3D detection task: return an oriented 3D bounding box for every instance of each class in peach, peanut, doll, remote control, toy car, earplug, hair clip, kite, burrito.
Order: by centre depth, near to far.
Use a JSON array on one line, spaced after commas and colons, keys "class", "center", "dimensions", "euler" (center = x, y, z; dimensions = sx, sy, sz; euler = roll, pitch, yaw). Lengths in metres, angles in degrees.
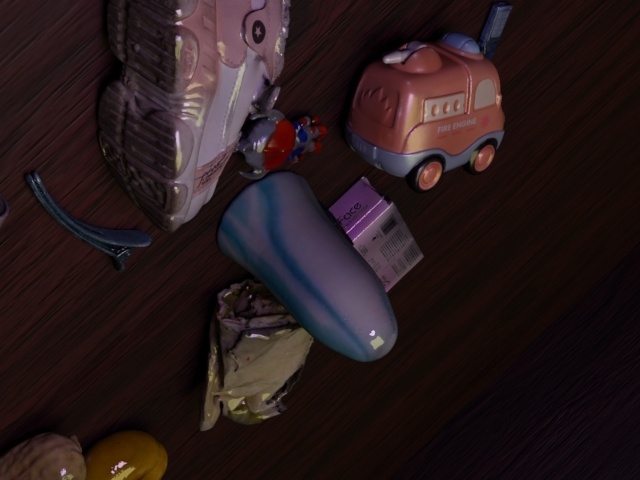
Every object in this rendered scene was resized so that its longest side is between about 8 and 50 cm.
[{"class": "hair clip", "center": [-0.316, -0.023, 1.047], "dimensions": [0.070, 0.039, 0.229], "euler": [-43, 148, 2]}, {"class": "doll", "center": [-0.064, -0.148, 1.169], "dimensions": [0.195, 0.062, 0.104], "euler": [-15, 151, -49]}, {"class": "earplug", "center": [-0.003, 0.059, 1.229], "dimensions": [0.185, 0.324, 0.185], "euler": [-29, 146, -21]}, {"class": "toy car", "center": [0.172, -0.219, 1.251], "dimensions": [0.270, 0.180, 0.212], "euler": [-19, 131, -34]}, {"class": "peanut", "center": [-0.508, 0.430, 1.272], "dimensions": [0.291, 0.143, 0.159], "euler": [-31, 136, -15]}, {"class": "kite", "center": [0.000, 0.000, 1.358], "dimensions": [0.010, 0.183, 0.160], "euler": [-4, 88, -38]}, {"class": "remote control", "center": [0.292, -0.341, 1.373], "dimensions": [0.043, 0.027, 0.152], "euler": [-14, 137, -33]}, {"class": "burrito", "center": [-0.131, 0.215, 1.453], "dimensions": [0.190, 0.135, 0.332], "euler": [-10, 139, -30]}, {"class": "peach", "center": [-0.371, 0.428, 1.467], "dimensions": [0.179, 0.103, 0.179], "euler": [-28, 148, -20]}]

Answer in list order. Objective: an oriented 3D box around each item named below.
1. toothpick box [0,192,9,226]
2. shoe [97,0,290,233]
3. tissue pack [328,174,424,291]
[{"class": "toothpick box", "center": [-0.440, 0.015, 0.881], "dimensions": [0.180, 0.111, 0.111], "euler": [-54, 147, 15]}, {"class": "shoe", "center": [-0.138, -0.169, 0.948], "dimensions": [0.198, 0.172, 0.351], "euler": [-22, 145, -37]}, {"class": "tissue pack", "center": [0.090, 0.006, 1.492], "dimensions": [0.148, 0.092, 0.246], "euler": [-43, 149, -3]}]
